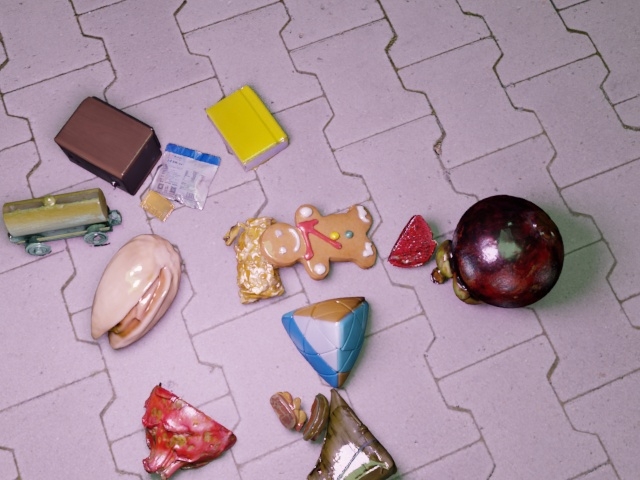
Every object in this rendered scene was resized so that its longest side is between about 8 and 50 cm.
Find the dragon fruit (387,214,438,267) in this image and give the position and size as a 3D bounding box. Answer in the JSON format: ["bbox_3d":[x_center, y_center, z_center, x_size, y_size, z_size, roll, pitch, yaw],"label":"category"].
[{"bbox_3d":[0.266,0.010,1.993,0.106,0.083,0.162,29,99,-2],"label":"dragon fruit"}]

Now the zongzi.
[{"bbox_3d":[0.020,0.546,1.802,0.250,0.125,0.274,-37,61,-9],"label":"zongzi"}]

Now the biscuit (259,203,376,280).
[{"bbox_3d":[0.000,0.000,1.949,0.339,0.047,0.216,-1,70,-23],"label":"biscuit"}]

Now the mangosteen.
[{"bbox_3d":[0.472,0.045,1.907,0.306,0.359,0.306,19,52,-27],"label":"mangosteen"}]

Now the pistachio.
[{"bbox_3d":[-0.493,0.132,1.885,0.193,0.214,0.318,39,80,-31],"label":"pistachio"}]

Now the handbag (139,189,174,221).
[{"bbox_3d":[-0.464,-0.098,2.025,0.083,0.027,0.061,36,91,7],"label":"handbag"}]

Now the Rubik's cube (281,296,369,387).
[{"bbox_3d":[0.041,0.265,1.833,0.254,0.254,0.255,0,72,-1],"label":"Rubik's cube"}]

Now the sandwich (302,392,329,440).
[{"bbox_3d":[-0.009,0.450,1.837,0.029,0.067,0.135,31,47,-22],"label":"sandwich"}]

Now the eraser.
[{"bbox_3d":[-0.214,-0.328,2.090,0.158,0.069,0.226,-32,76,-12],"label":"eraser"}]

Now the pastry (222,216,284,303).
[{"bbox_3d":[-0.180,0.044,1.956,0.154,0.102,0.250,-9,74,3],"label":"pastry"}]

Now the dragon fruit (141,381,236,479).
[{"bbox_3d":[-0.364,0.501,1.791,0.262,0.134,0.212,26,77,7],"label":"dragon fruit"}]

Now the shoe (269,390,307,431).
[{"bbox_3d":[-0.078,0.437,1.850,0.109,0.069,0.072,33,111,20],"label":"shoe"}]

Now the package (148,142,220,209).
[{"bbox_3d":[-0.394,-0.187,2.064,0.171,0.027,0.173,16,73,7],"label":"package"}]

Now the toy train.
[{"bbox_3d":[-0.699,-0.049,1.926,0.307,0.189,0.127,-10,71,-5],"label":"toy train"}]

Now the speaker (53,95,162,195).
[{"bbox_3d":[-0.596,-0.267,2.018,0.230,0.153,0.193,29,75,8],"label":"speaker"}]
